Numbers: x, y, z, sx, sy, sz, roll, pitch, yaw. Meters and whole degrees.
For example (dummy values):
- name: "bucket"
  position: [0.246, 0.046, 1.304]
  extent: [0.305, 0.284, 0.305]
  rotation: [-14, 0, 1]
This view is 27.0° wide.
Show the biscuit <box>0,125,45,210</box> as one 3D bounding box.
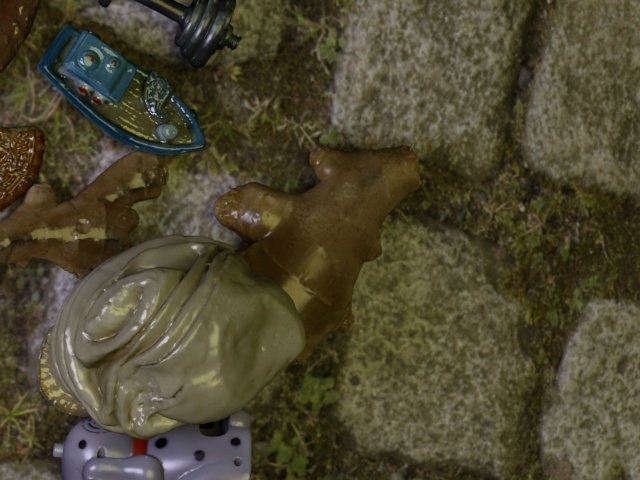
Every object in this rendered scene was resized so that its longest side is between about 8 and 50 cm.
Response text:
- name: "biscuit"
  position: [-0.454, -0.089, 1.715]
  extent: [0.206, 0.025, 0.126]
  rotation: [-5, 95, -23]

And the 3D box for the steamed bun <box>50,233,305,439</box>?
- name: "steamed bun"
  position: [-0.199, 0.098, 1.672]
  extent: [0.276, 0.289, 0.203]
  rotation: [-41, 122, -26]

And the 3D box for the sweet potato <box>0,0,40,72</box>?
- name: "sweet potato"
  position: [-0.401, -0.312, 1.690]
  extent: [0.109, 0.109, 0.385]
  rotation: [35, 73, -21]

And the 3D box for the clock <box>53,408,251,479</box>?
- name: "clock"
  position: [-0.226, 0.302, 1.769]
  extent: [0.254, 0.189, 0.189]
  rotation: [3, 91, -11]

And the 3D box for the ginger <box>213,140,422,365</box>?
- name: "ginger"
  position: [-0.022, -0.011, 1.883]
  extent: [0.236, 0.166, 0.375]
  rotation: [23, 58, 12]

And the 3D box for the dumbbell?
- name: "dumbbell"
  position: [-0.221, -0.318, 1.770]
  extent: [0.254, 0.110, 0.110]
  rotation: [26, 82, -17]

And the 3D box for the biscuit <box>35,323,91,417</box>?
- name: "biscuit"
  position: [-0.309, 0.165, 1.794]
  extent: [0.152, 0.020, 0.152]
  rotation: [-1, 93, -23]

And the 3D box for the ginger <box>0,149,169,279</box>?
- name: "ginger"
  position: [-0.338, -0.013, 1.736]
  extent: [0.333, 0.081, 0.148]
  rotation: [-18, 101, -27]

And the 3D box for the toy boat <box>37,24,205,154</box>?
- name: "toy boat"
  position: [-0.250, -0.190, 1.753]
  extent: [0.238, 0.098, 0.109]
  rotation: [36, 70, -20]
